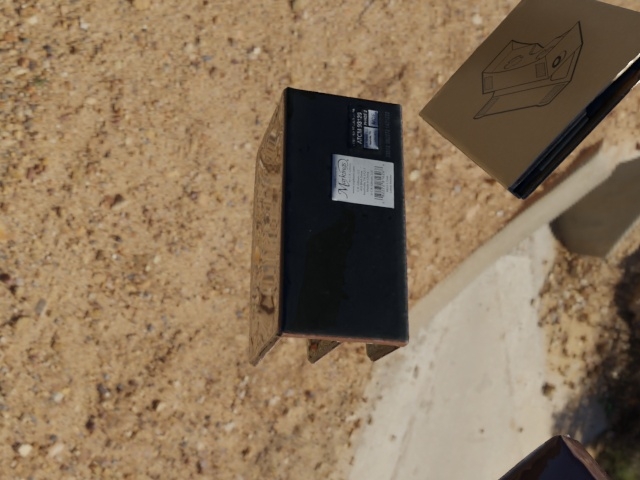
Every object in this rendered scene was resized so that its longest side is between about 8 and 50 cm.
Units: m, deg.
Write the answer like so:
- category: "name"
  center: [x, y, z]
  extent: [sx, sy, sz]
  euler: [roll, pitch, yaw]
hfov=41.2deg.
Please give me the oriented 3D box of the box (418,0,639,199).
- category: "box"
  center: [0.175, -0.133, 0.704]
  extent: [0.021, 0.201, 0.164]
  euler: [38, 100, -26]

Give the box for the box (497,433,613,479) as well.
- category: "box"
  center: [0.229, 0.307, 0.767]
  extent: [0.167, 0.203, 0.168]
  euler: [-43, 154, 7]

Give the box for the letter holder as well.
- category: "letter holder"
  center: [0.000, 0.000, 1.067]
  extent: [0.152, 0.214, 0.302]
  euler: [6, 69, -15]
